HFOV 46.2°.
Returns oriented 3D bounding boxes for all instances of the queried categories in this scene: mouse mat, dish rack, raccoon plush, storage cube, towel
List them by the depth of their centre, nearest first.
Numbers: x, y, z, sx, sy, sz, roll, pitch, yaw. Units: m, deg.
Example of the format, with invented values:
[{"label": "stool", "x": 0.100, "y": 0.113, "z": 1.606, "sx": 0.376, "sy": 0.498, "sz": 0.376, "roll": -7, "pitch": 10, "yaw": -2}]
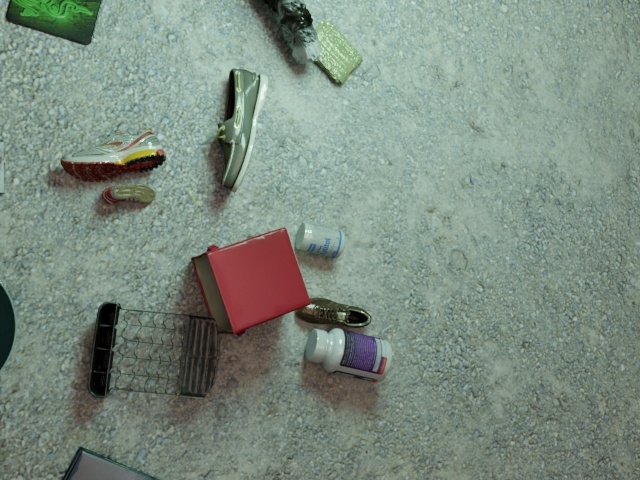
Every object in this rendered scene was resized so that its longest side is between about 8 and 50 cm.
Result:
[{"label": "dish rack", "x": -0.362, "y": 0.250, "z": 1.663, "sx": 0.272, "sy": 0.074, "sz": 0.208, "roll": 6, "pitch": 84, "yaw": -5}, {"label": "mouse mat", "x": -0.599, "y": -0.540, "z": 1.704, "sx": 0.190, "sy": 0.007, "sz": 0.152, "roll": 14, "pitch": 81, "yaw": -17}, {"label": "storage cube", "x": -0.161, "y": 0.094, "z": 1.712, "sx": 0.193, "sy": 0.184, "sz": 0.214, "roll": -20, "pitch": 91, "yaw": -22}, {"label": "raccoon plush", "x": -0.049, "y": -0.694, "z": 1.857, "sx": 0.299, "sy": 0.216, "sz": 0.446, "roll": -37, "pitch": 122, "yaw": -30}, {"label": "towel", "x": 0.030, "y": -0.481, "z": 1.913, "sx": 0.148, "sy": 0.027, "sz": 0.110, "roll": 43, "pitch": 72, "yaw": -10}]

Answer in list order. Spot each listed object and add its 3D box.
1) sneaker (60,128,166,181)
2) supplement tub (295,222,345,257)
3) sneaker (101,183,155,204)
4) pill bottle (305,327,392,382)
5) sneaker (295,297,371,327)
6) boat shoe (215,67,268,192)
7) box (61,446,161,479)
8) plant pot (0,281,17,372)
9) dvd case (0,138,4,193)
[{"label": "sneaker", "x": -0.470, "y": -0.195, "z": 1.691, "sx": 0.225, "sy": 0.088, "sz": 0.092, "roll": -12, "pitch": 69, "yaw": -20}, {"label": "supplement tub", "x": 0.000, "y": 0.000, "z": 1.838, "sx": 0.107, "sy": 0.071, "sz": 0.070, "roll": 12, "pitch": 81, "yaw": -18}, {"label": "sneaker", "x": -0.440, "y": -0.105, "z": 1.710, "sx": 0.119, "sy": 0.067, "sz": 0.042, "roll": 3, "pitch": 81, "yaw": -50}, {"label": "pill bottle", "x": 0.066, "y": 0.273, "z": 1.817, "sx": 0.194, "sy": 0.108, "sz": 0.108, "roll": 16, "pitch": 80, "yaw": -18}, {"label": "sneaker", "x": 0.036, "y": 0.176, "z": 1.834, "sx": 0.189, "sy": 0.071, "sz": 0.066, "roll": 8, "pitch": 83, "yaw": -19}, {"label": "boat shoe", "x": -0.200, "y": -0.263, "z": 1.772, "sx": 0.091, "sy": 0.109, "sz": 0.304, "roll": 15, "pitch": 74, "yaw": -17}, {"label": "box", "x": -0.460, "y": 0.579, "z": 1.628, "sx": 0.233, "sy": 0.059, "sz": 0.183, "roll": 30, "pitch": 76, "yaw": -16}, {"label": "plant pot", "x": -0.754, "y": 0.174, "z": 1.486, "sx": 0.290, "sy": 0.195, "sz": 0.290, "roll": 2, "pitch": 85, "yaw": -20}, {"label": "dvd case", "x": -0.730, "y": -0.161, "z": 1.621, "sx": 0.087, "sy": 0.013, "sz": 0.119, "roll": 0, "pitch": 85, "yaw": -20}]
